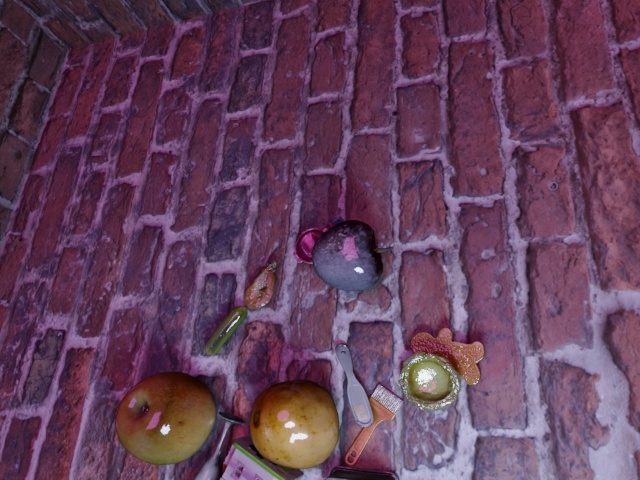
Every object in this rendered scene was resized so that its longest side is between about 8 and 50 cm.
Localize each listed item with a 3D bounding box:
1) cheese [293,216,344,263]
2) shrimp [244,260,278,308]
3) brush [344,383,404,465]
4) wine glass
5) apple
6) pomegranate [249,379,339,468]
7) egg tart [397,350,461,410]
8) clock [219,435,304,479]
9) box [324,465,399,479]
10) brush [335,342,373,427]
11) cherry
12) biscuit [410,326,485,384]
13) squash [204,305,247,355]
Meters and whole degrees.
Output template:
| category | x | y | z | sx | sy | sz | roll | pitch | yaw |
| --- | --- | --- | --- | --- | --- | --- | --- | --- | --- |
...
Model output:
| category | x | y | z | sx | sy | sz | roll | pitch | yaw |
| --- | --- | --- | --- | --- | --- | --- | --- | --- | --- |
| cheese | 0.000 | 0.000 | 1.700 | 0.244 | 0.062 | 0.155 | -37 | 63 | -1 |
| shrimp | -0.223 | 0.177 | 1.715 | 0.115 | 0.051 | 0.217 | 27 | 79 | 20 |
| brush | 0.162 | 0.618 | 1.421 | 0.103 | 0.013 | 0.272 | 30 | 82 | 27 |
| wine glass | -0.415 | 0.735 | 1.438 | 0.096 | 0.264 | 0.310 | 10 | 72 | 38 |
| apple | -0.549 | 0.621 | 1.522 | 0.318 | 0.277 | 0.320 | -8 | 65 | 17 |
| pomegranate | -0.085 | 0.577 | 1.368 | 0.306 | 0.307 | 0.308 | -7 | 67 | 17 |
| egg tart | 0.350 | 0.447 | 1.374 | 0.197 | 0.078 | 0.197 | -2 | 85 | 25 |
| clock | -0.233 | 0.836 | 1.383 | 0.235 | 0.166 | 0.310 | 23 | 82 | 26 |
| box | 0.117 | 0.785 | 1.301 | 0.243 | 0.135 | 0.164 | -2 | 69 | 18 |
| brush | 0.108 | 0.494 | 1.472 | 0.068 | 0.060 | 0.297 | -9 | 52 | -12 |
| cherry | 0.108 | 0.057 | 1.551 | 0.296 | 0.218 | 0.255 | -15 | 93 | 25 |
| biscuit | 0.414 | 0.369 | 1.416 | 0.240 | 0.035 | 0.158 | 17 | 87 | 28 |
| squash | -0.370 | 0.349 | 1.689 | 0.066 | 0.066 | 0.229 | 36 | 85 | 28 |
